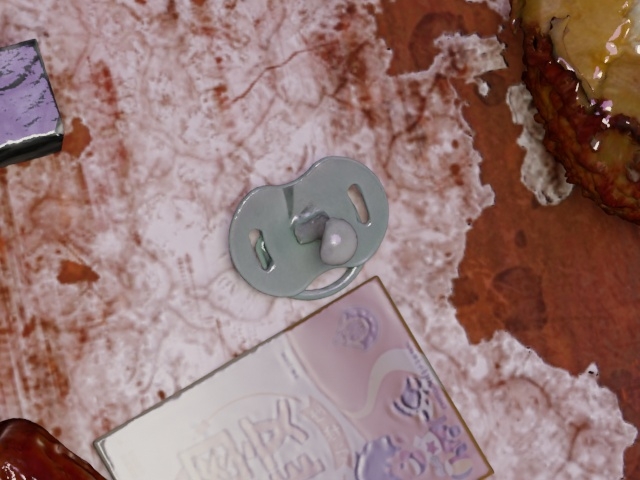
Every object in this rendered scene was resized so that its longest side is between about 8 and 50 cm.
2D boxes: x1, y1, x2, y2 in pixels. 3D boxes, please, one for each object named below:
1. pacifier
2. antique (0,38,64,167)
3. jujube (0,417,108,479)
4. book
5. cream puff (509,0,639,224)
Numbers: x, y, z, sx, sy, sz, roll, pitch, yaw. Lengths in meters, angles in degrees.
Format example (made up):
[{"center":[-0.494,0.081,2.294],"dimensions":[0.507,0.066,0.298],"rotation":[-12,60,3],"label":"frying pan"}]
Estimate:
[{"center":[0.000,0.000,1.601],"dimensions":[0.150,0.116,0.127],"rotation":[-19,111,-16],"label":"pacifier"},{"center":[-0.318,-0.100,1.571],"dimensions":[0.183,0.086,0.088],"rotation":[-16,84,-12],"label":"antique"},{"center":[-0.204,0.283,1.478],"dimensions":[0.197,0.197,0.290],"rotation":[-34,99,-13],"label":"jujube"},{"center":[-0.021,0.190,1.615],"dimensions":[0.295,0.020,0.208],"rotation":[-31,89,-13],"label":"book"},{"center":[0.344,-0.148,1.619],"dimensions":[0.350,0.229,0.350],"rotation":[-4,65,9],"label":"cream puff"}]
